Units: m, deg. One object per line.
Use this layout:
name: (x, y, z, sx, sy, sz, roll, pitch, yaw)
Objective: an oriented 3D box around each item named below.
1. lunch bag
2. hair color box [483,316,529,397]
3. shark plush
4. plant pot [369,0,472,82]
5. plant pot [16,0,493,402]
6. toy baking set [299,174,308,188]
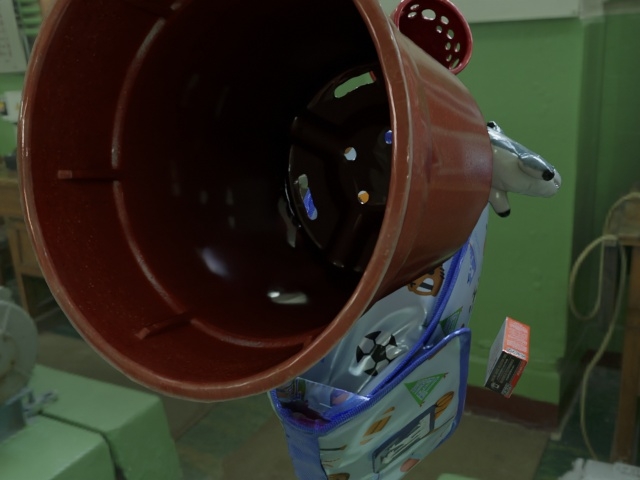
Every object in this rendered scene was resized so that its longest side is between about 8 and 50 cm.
lunch bag: (0.068, 0.111, 0.822, 0.239, 0.327, 0.385, 14, 56, 17)
hair color box: (0.297, 0.182, 1.080, 0.043, 0.072, 0.141, 24, 22, 11)
shark plush: (0.158, -0.090, 0.657, 0.161, 0.073, 0.067, 33, 49, 10)
plant pot: (0.202, -0.409, 1.468, 0.191, 0.191, 0.174, -12, -5, -24)
plant pot: (-0.013, -0.055, 0.482, 0.273, 0.272, 0.265, 7, 7, 29)
toy baking set: (-0.056, -0.128, 1.031, 0.197, 0.256, 0.030, -14, 61, -4)
